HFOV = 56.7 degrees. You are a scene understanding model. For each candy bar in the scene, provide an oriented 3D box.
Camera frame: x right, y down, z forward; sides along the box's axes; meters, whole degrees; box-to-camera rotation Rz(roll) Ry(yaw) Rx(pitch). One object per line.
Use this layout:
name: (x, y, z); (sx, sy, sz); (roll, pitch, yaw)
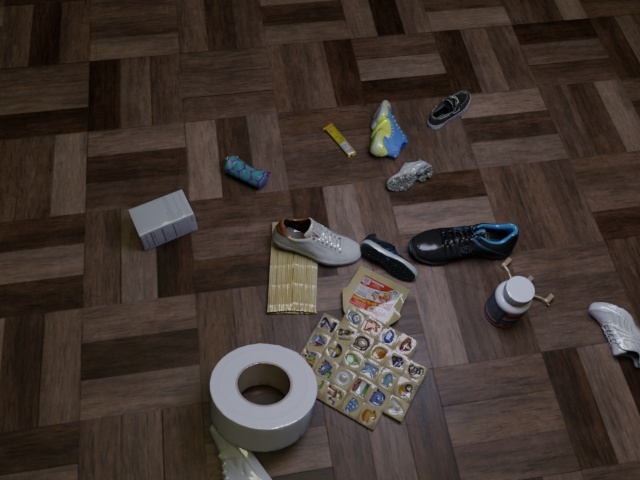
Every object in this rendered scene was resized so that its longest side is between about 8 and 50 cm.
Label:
candy bar: (0.069, -0.353, 2.091); (0.040, 0.018, 0.161); (-32, 69, -14)

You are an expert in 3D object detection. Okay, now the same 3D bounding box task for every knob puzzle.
knob puzzle: (0.152, 0.196, 1.798); (0.213, 0.030, 0.213); (0, 63, 1)

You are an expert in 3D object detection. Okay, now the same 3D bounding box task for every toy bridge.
toy bridge: (0.639, 0.137, 1.853); (0.063, 0.026, 0.188); (-40, 71, -18)

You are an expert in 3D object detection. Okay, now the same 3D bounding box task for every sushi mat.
sushi mat: (-0.083, 0.081, 1.855); (0.151, 0.019, 0.316); (2, 62, -2)

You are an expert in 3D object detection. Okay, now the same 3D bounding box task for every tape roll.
tape roll: (-0.151, 0.409, 1.574); (0.286, 0.100, 0.286); (5, 36, -4)

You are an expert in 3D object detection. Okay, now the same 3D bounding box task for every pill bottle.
pill bottle: (0.557, 0.178, 1.741); (0.108, 0.180, 0.108); (1, 62, -2)

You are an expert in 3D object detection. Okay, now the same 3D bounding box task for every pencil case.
pencil case: (-0.248, -0.230, 1.986); (0.152, 0.064, 0.070); (27, 81, 11)

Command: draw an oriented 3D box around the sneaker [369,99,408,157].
sneaker: (0.244, -0.382, 2.090); (0.126, 0.091, 0.240); (20, 61, -13)

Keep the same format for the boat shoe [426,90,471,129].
boat shoe: (0.475, -0.484, 2.148); (0.078, 0.070, 0.219); (41, 68, 17)

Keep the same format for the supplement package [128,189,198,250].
supplement package: (-0.493, -0.064, 1.865); (0.179, 0.105, 0.105); (-23, 66, -14)

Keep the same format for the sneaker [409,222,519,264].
sneaker: (0.448, -0.008, 1.858); (0.341, 0.139, 0.125); (-5, 64, -4)

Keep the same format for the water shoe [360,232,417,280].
water shoe: (0.225, 0.046, 1.856); (0.203, 0.073, 0.080); (34, 46, 3)

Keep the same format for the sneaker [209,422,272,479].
sneaker: (-0.236, 0.614, 1.519); (0.169, 0.108, 0.292); (-35, 70, -22)

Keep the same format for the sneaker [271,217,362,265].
sneaker: (0.000, 0.000, 1.828); (0.290, 0.123, 0.106); (12, 59, -10)

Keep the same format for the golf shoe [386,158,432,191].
golf shoe: (0.292, -0.225, 2.019); (0.176, 0.069, 0.086); (-21, 45, -16)

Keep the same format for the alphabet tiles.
alphabet tiles: (0.118, 0.360, 1.704); (0.342, 0.011, 0.285); (27, 71, 12)

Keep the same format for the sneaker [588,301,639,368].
sneaker: (0.886, 0.281, 1.755); (0.115, 0.090, 0.232); (-42, 70, -17)
